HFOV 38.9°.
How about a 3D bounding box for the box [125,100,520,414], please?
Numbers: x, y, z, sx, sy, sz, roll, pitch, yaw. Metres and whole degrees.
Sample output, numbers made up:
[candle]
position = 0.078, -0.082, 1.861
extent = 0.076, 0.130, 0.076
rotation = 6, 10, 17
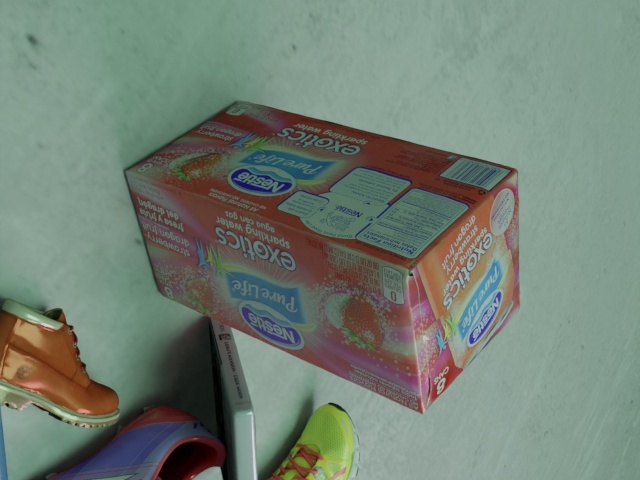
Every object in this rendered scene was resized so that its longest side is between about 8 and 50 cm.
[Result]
[box]
position = 0.000, 0.000, 0.759
extent = 0.154, 0.300, 0.142
rotation = -39, 134, -37

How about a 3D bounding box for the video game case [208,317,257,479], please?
[video game case]
position = -0.082, 0.191, 0.870
extent = 0.022, 0.173, 0.190
rotation = -7, 116, -12

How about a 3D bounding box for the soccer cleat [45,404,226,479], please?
[soccer cleat]
position = -0.191, 0.235, 0.790
extent = 0.248, 0.095, 0.083
rotation = -38, 130, -40

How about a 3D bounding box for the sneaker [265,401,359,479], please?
[sneaker]
position = -0.025, 0.286, 1.048
extent = 0.094, 0.081, 0.208
rotation = 26, 85, -52

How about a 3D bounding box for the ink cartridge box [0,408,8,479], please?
[ink cartridge box]
position = -0.335, 0.169, 0.530
extent = 0.270, 0.151, 0.395
rotation = -23, 125, -46

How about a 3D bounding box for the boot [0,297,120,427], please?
[boot]
position = -0.212, 0.102, 0.739
extent = 0.158, 0.059, 0.084
rotation = 38, 70, -52
